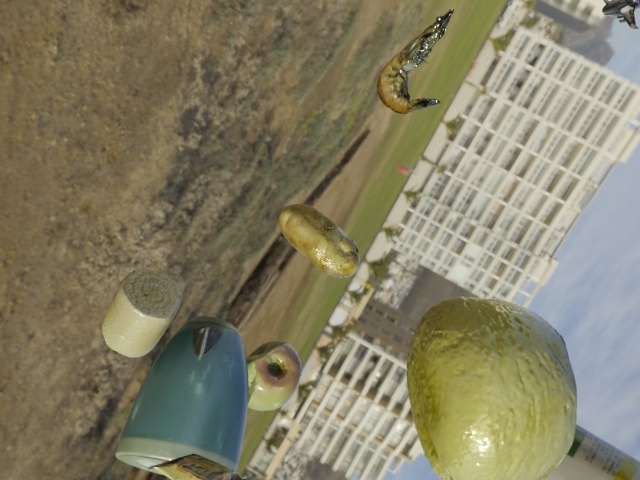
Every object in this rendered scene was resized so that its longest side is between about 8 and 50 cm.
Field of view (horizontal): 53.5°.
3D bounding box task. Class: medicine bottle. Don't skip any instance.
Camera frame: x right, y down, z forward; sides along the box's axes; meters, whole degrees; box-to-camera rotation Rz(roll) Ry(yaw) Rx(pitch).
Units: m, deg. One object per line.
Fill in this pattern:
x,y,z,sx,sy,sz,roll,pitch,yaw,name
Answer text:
0.487,0.473,1.329,0.208,0.340,0.208,-40,147,-33,medicine bottle

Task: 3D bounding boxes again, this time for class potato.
0.000,0.000,1.118,0.080,0.170,0.107,-54,159,5,potato

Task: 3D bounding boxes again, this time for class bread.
-0.389,0.155,1.374,0.141,0.134,0.148,-53,-177,28,bread
0.259,0.248,1.045,0.320,0.238,0.320,-172,-90,-74,bread

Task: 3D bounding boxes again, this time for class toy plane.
0.335,-0.258,0.678,0.083,0.031,0.078,10,-108,62,toy plane

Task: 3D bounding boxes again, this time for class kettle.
-0.274,0.344,1.408,0.319,0.247,0.341,107,-5,-60,kettle

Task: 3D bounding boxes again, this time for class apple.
-0.139,0.368,1.720,0.207,0.173,0.188,-47,-165,-25,apple

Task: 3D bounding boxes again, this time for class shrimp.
0.249,-0.398,1.455,0.262,0.198,0.051,-45,142,16,shrimp

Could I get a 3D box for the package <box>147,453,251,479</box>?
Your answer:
-0.178,0.348,0.945,0.108,0.121,0.031,27,79,-67,package
